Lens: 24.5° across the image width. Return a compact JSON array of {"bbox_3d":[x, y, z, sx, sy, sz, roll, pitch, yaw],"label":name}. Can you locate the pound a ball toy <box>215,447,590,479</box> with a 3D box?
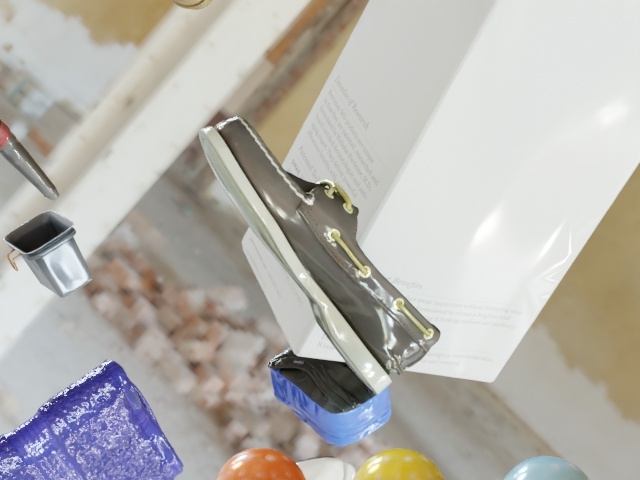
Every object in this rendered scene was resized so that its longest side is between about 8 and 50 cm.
[{"bbox_3d":[0.029,0.182,0.826,0.319,0.136,0.208,0,-5,16],"label":"pound a ball toy"}]

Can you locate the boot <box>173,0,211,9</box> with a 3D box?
[{"bbox_3d":[-0.226,-0.420,1.894,0.269,0.089,0.236,-14,101,-67],"label":"boot"}]

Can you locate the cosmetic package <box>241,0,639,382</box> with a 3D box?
[{"bbox_3d":[0.121,-0.082,1.179,0.217,0.385,0.156,12,30,-33],"label":"cosmetic package"}]

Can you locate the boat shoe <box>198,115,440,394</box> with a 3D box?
[{"bbox_3d":[0.000,0.000,1.029,0.228,0.068,0.081,55,-6,-17],"label":"boat shoe"}]

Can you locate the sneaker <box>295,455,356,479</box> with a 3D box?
[{"bbox_3d":[0.036,0.332,1.531,0.292,0.110,0.118,46,28,-48],"label":"sneaker"}]

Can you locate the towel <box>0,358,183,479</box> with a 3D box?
[{"bbox_3d":[-0.326,0.284,1.728,0.076,0.308,0.228,42,-18,42],"label":"towel"}]

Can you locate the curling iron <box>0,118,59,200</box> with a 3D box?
[{"bbox_3d":[-0.396,-0.117,1.810,0.274,0.035,0.068,55,25,-59],"label":"curling iron"}]

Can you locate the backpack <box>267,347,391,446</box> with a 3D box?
[{"bbox_3d":[0.020,0.164,1.585,0.120,0.098,0.101,32,-32,42],"label":"backpack"}]

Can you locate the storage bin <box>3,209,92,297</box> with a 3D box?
[{"bbox_3d":[-0.389,0.027,2.113,0.135,0.098,0.091,20,-40,61],"label":"storage bin"}]
